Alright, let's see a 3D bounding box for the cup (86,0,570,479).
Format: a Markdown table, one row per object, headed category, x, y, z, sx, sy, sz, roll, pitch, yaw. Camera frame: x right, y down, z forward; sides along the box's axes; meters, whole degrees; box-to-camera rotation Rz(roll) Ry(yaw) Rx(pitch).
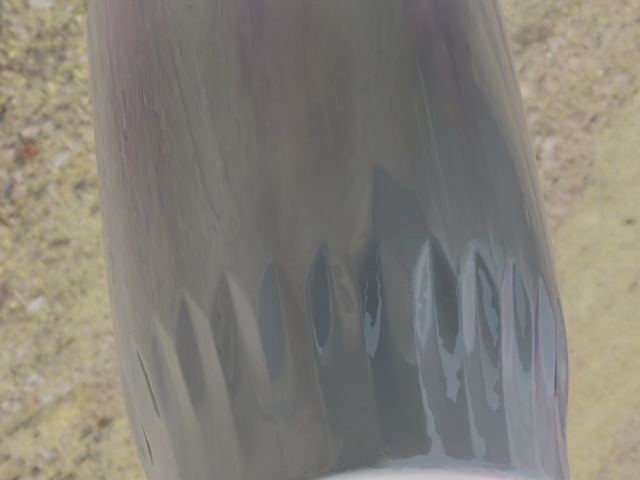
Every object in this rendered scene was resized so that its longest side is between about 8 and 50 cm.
| category | x | y | z | sx | sy | sz | roll | pitch | yaw |
| --- | --- | --- | --- | --- | --- | --- | --- | --- | --- |
| cup | 0.000 | 0.000 | 0.765 | 0.253 | 0.371 | 0.253 | -5 | 148 | -3 |
